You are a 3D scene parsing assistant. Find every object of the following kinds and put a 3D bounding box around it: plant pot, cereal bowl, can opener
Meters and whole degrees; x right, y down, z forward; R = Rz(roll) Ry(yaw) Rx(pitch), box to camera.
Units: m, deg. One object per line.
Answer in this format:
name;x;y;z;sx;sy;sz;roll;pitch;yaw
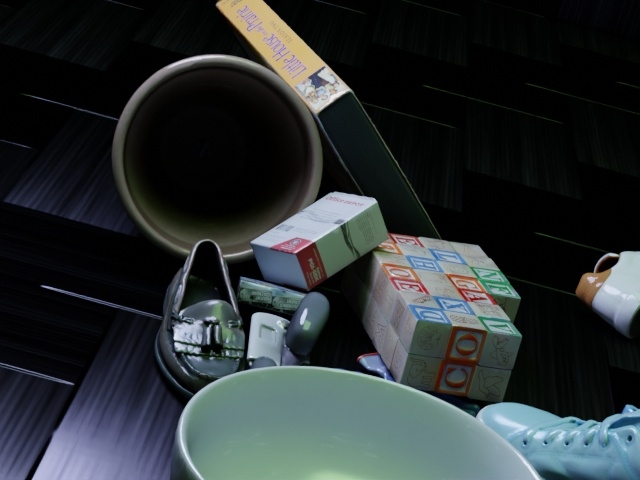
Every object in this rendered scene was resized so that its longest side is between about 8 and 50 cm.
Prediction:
plant pot;-0.146;-0.111;2.071;0.263;0.263;0.229;10;5;-12
cereal bowl;0.025;0.252;1.421;0.339;0.141;0.339;13;23;-6
can opener;-0.041;0.143;1.687;0.074;0.093;0.280;23;29;-10

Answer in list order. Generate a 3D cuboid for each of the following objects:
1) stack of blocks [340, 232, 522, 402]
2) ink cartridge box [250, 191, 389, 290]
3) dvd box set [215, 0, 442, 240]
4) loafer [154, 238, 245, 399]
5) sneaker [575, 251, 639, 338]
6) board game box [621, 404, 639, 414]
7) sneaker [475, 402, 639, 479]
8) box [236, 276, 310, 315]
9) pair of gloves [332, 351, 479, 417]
stack of blocks;0.145;0.086;1.920;0.171;0.087;0.297;9;18;-16
ink cartridge box;0.000;0.000;1.941;0.135;0.056;0.099;-32;24;-27
dvd box set;0.010;-0.161;2.227;0.062;0.307;0.420;-35;35;-2
loafer;-0.133;0.085;1.781;0.096;0.084;0.267;10;23;-14
sneaker;0.460;0.043;2.223;0.123;0.106;0.290;33;30;31
board game box;0.555;0.282;1.722;0.390;0.050;0.390;33;18;36
sneaker;0.308;0.213;1.582;0.366;0.150;0.135;25;22;39
box;-0.052;0.068;1.885;0.094;0.027;0.137;13;0;-3
pair of gloves;0.081;0.173;1.791;0.159;0.023;0.198;30;22;35
